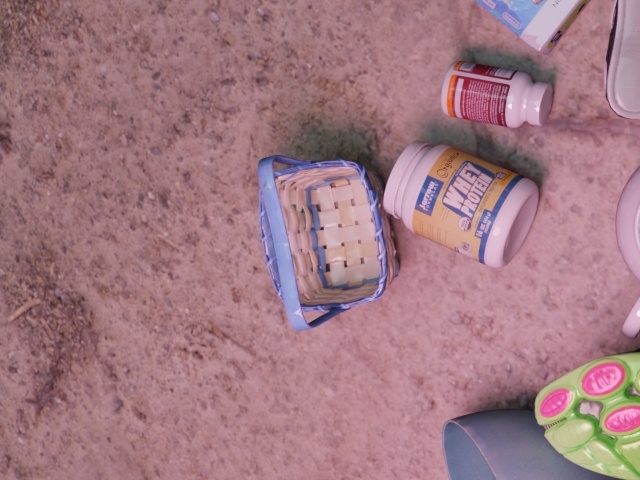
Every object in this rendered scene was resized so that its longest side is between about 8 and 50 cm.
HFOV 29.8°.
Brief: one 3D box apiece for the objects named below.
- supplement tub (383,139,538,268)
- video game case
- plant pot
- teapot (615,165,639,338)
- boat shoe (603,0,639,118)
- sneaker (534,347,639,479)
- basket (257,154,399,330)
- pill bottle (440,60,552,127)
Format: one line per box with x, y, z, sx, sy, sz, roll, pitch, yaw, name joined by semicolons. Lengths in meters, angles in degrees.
0.210;-0.058;1.805;0.200;0.144;0.144;25;105;21;supplement tub
0.304;-0.453;1.771;0.269;0.061;0.244;43;109;16;video game case
0.326;0.363;1.745;0.196;0.290;0.290;-20;86;-11;plant pot
0.512;-0.016;1.646;0.253;0.187;0.255;-15;89;26;teapot
0.460;-0.322;1.693;0.114;0.091;0.302;17;101;3;boat shoe
0.531;0.192;1.624;0.483;0.202;0.185;-18;87;9;sneaker
0.000;0.000;1.828;0.201;0.289;0.254;-10;87;20;basket
0.264;-0.215;1.798;0.152;0.086;0.086;14;101;24;pill bottle
